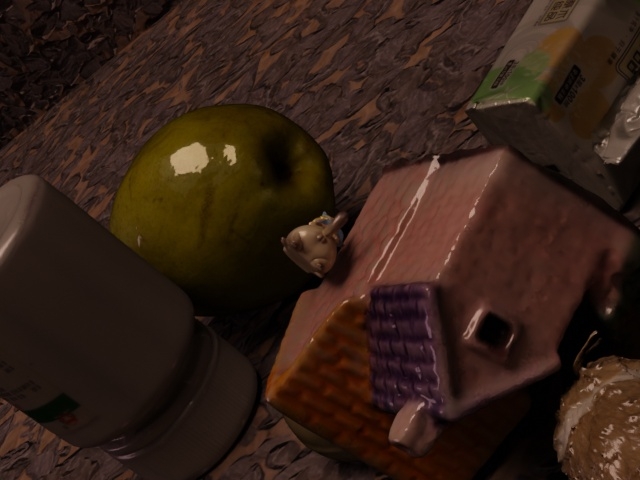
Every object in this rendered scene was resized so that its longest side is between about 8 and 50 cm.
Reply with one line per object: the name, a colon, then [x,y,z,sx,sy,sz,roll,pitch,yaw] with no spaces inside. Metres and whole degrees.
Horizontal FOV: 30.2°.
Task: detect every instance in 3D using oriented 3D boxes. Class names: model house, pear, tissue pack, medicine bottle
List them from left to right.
medicine bottle: [-0.245,0.108,1.275,0.208,0.340,0.208,-35,29,23]
pear: [-0.118,-0.028,1.411,0.307,0.253,0.252,-39,21,51]
model house: [0.112,0.078,0.930,0.237,0.202,0.237,-59,20,-14]
tissue pack: [0.272,-0.158,1.095,0.145,0.159,0.229,-2,49,56]

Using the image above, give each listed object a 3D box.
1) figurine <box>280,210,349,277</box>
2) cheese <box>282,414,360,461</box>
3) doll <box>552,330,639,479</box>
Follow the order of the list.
figurine: [0.000,0.000,0.968,0.050,0.047,0.083,-42,7,-9]
cheese: [0.035,0.122,1.123,0.175,0.091,0.202,-51,25,-14]
doll: [0.222,0.156,0.771,0.105,0.115,0.221,-32,33,5]
